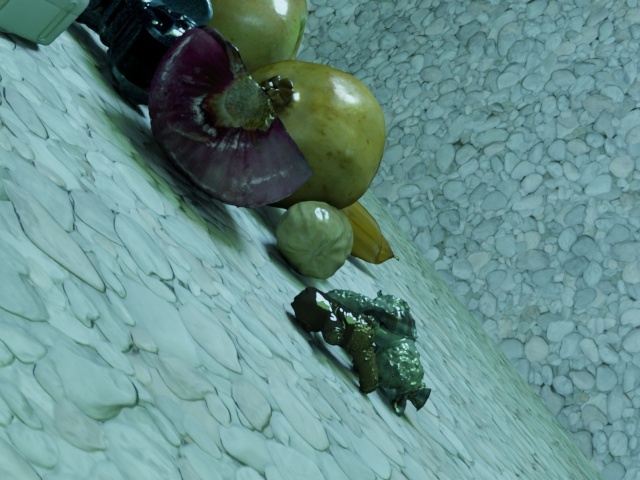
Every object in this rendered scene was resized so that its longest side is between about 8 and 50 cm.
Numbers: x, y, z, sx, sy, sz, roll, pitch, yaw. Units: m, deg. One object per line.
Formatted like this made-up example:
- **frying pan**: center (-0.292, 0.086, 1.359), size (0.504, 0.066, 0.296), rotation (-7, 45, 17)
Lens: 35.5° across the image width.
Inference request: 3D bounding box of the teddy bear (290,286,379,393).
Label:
- **teddy bear**: center (0.034, 0.120, 1.324), size (0.160, 0.078, 0.119), rotation (46, 12, -14)

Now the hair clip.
- **hair clip**: center (-0.298, -0.345, 1.580), size (0.310, 0.194, 0.206), rotation (51, 21, 17)

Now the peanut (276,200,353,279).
- **peanut**: center (0.000, 0.000, 1.611), size (0.274, 0.111, 0.125), rotation (0, 67, -80)

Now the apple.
- **apple**: center (-0.179, -0.392, 1.901), size (0.277, 0.319, 0.319), rotation (20, 9, 0)

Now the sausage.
- **sausage**: center (0.062, -0.032, 2.101), size (0.328, 0.112, 0.112), rotation (40, 11, -44)

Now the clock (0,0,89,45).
- **clock**: center (-0.447, -0.394, 1.226), size (0.324, 0.108, 0.265), rotation (48, 9, 11)

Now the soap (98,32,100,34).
- **soap**: center (-0.411, -0.486, 1.822), size (0.208, 0.115, 0.347), rotation (44, 9, -19)

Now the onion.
- **onion**: center (-0.156, -0.158, 1.448), size (0.267, 0.159, 0.349), rotation (57, -6, -8)

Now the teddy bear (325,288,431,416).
- **teddy bear**: center (0.101, 0.142, 1.444), size (0.133, 0.111, 0.213), rotation (30, 17, -52)

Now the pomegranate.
- **pomegranate**: center (-0.029, -0.178, 1.745), size (0.307, 0.307, 0.307), rotation (46, 8, -9)
